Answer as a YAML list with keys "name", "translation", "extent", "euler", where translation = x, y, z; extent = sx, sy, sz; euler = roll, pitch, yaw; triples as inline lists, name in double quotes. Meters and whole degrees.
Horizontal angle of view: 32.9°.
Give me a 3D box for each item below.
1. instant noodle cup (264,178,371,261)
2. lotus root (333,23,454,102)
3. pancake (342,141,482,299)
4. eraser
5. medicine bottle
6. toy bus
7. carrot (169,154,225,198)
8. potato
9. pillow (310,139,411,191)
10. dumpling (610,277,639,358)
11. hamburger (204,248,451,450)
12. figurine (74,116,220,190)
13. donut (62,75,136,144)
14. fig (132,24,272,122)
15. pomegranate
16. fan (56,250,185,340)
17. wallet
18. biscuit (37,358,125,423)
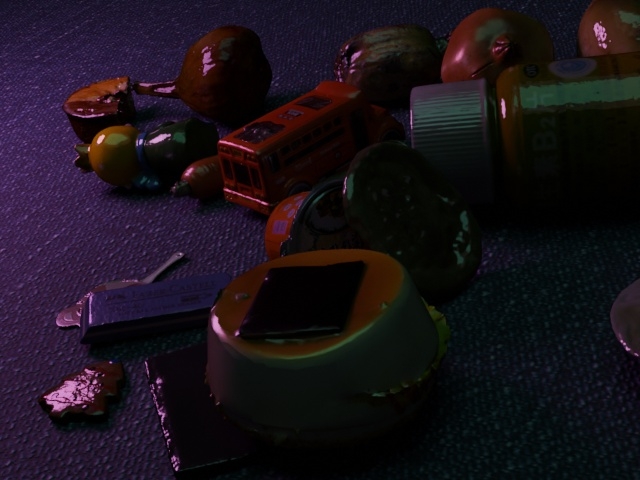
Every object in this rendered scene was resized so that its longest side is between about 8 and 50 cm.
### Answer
- name: "instant noodle cup"
  translation: [0.000, 0.000, 1.539]
  extent: [0.208, 0.178, 0.125]
  euler: [0, 4, -35]
- name: "lotus root"
  translation: [0.163, -0.346, 2.098]
  extent: [0.278, 0.154, 0.154]
  euler: [-15, 30, -6]
- name: "pancake"
  translation: [0.131, -0.032, 1.501]
  extent: [0.222, 0.236, 0.042]
  euler: [-9, -19, -34]
- name: "eraser"
  translation: [-0.236, 0.097, 1.546]
  extent: [0.225, 0.036, 0.082]
  euler: [-9, 35, -3]
- name: "medicine bottle"
  translation: [0.335, -0.158, 1.627]
  extent: [0.384, 0.224, 0.224]
  euler: [-4, 30, 11]
- name: "toy bus"
  translation: [-0.010, -0.167, 1.827]
  extent: [0.329, 0.153, 0.143]
  euler: [-31, 34, -32]
- name: "carrot"
  translation: [-0.122, -0.143, 1.914]
  extent: [0.336, 0.069, 0.069]
  euler: [-26, 33, -30]
- name: "potato"
  translation: [0.545, -0.334, 1.886]
  extent: [0.242, 0.243, 0.285]
  euler: [6, 36, 27]
- name: "pillow"
  translation: [0.094, -0.094, 1.764]
  extent: [0.217, 0.033, 0.130]
  euler: [-33, 60, -33]
- name: "dumpling"
  translation: [0.475, 0.094, 1.253]
  extent: [0.293, 0.163, 0.204]
  euler: [-32, 2, -31]
- name: "hamburger"
  translation: [0.005, 0.133, 1.278]
  extent: [0.294, 0.179, 0.276]
  euler: [-5, 26, 13]
- name: "figurine"
  translation: [-0.313, -0.164, 1.964]
  extent: [0.234, 0.127, 0.185]
  euler: [-14, 15, 21]
- name: "donut"
  translation: [-0.439, -0.255, 2.183]
  extent: [0.141, 0.085, 0.217]
  euler: [-8, 29, 5]
- name: "fig"
  translation: [-0.224, -0.330, 2.167]
  extent: [0.290, 0.191, 0.190]
  euler: [5, 31, 46]
- name: "pomegranate"
  translation: [0.323, -0.314, 1.933]
  extent: [0.209, 0.209, 0.209]
  euler: [-8, 30, 4]
- name: "fan"
  translation: [-0.280, 0.077, 1.634]
  extent: [0.152, 0.008, 0.226]
  euler: [11, 36, 32]
- name: "wallet"
  translation: [-0.142, 0.205, 1.349]
  extent: [0.124, 0.025, 0.244]
  euler: [-16, 30, -11]
- name: "biscuit"
  translation: [-0.307, 0.195, 1.426]
  extent: [0.119, 0.019, 0.130]
  euler: [8, 34, 29]
